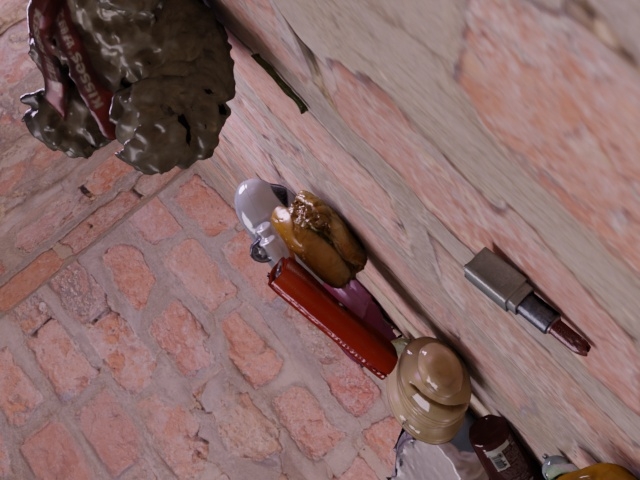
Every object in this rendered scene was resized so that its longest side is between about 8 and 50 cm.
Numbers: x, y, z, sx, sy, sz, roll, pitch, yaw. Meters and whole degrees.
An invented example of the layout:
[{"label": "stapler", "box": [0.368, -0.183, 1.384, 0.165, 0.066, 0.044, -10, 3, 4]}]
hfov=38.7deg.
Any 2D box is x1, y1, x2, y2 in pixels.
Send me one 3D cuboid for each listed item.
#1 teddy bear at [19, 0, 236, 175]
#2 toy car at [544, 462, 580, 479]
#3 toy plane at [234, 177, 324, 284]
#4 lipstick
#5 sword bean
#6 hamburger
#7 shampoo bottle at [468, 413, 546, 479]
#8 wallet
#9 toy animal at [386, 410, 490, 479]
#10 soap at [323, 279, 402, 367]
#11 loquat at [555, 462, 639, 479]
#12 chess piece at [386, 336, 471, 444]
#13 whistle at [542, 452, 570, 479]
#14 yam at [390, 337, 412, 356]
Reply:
[{"label": "teddy bear", "box": [-0.250, -0.263, 0.944, 0.357, 0.224, 0.367, 18, 147, 54]}, {"label": "toy car", "box": [0.305, 0.308, 0.893, 0.224, 0.076, 0.090, 57, 180, 34]}, {"label": "toy plane", "box": [-0.059, -0.011, 1.578, 0.244, 0.117, 0.244, 59, -169, -18]}, {"label": "lipstick", "box": [0.151, 0.047, 0.660, 0.107, 0.025, 0.025, 41, 171, 27]}, {"label": "sword bean", "box": [-0.041, -0.159, 0.919, 0.083, 0.012, 0.012, 48, 174, 12]}, {"label": "hamburger", "box": [0.000, 0.000, 1.293, 0.147, 0.083, 0.138, 50, 171, -35]}, {"label": "shampoo bottle", "box": [0.292, 0.350, 1.318, 0.236, 0.068, 0.067, 57, -144, -25]}, {"label": "wallet", "box": [0.016, 0.102, 1.267, 0.204, 0.045, 0.142, 40, -175, -6]}, {"label": "toy animal", "box": [0.226, 0.378, 1.569, 0.204, 0.156, 0.208, 45, 142, 27]}, {"label": "soap", "box": [0.049, 0.128, 1.713, 0.250, 0.099, 0.162, 45, 165, 43]}, {"label": "loquat", "box": [0.262, 0.262, 0.802, 0.137, 0.113, 0.137, 27, 155, 14]}, {"label": "chess piece", "box": [0.153, 0.195, 1.266, 0.124, 0.138, 0.307, 8, 162, 6]}, {"label": "whistle", "box": [0.294, 0.288, 1.060, 0.100, 0.035, 0.035, 48, 174, 19]}, {"label": "yam", "box": [0.161, 0.248, 1.694, 0.083, 0.083, 0.371, 49, 176, 19]}]
